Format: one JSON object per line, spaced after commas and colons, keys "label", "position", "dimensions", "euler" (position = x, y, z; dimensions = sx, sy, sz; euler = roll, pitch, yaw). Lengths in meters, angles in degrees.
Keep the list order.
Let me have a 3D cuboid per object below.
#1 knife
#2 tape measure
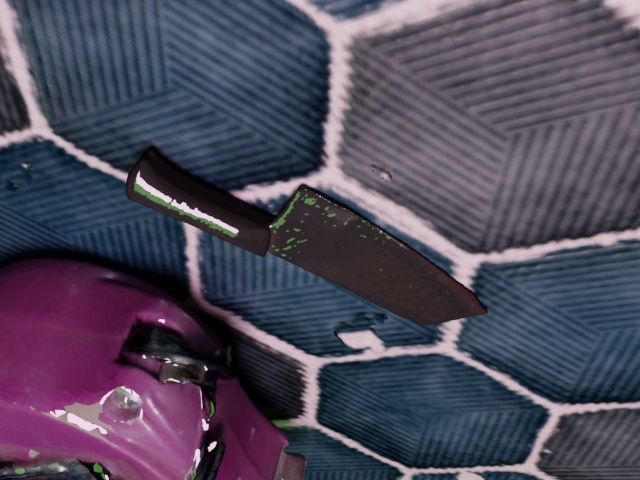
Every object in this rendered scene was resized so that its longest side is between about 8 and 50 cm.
{"label": "knife", "position": [0.000, 0.000, 0.487], "dimensions": [0.230, 0.028, 0.060], "euler": [26, 128, -14]}
{"label": "tape measure", "position": [-0.156, 0.127, 0.589], "dimensions": [0.245, 0.149, 0.232], "euler": [-4, 138, 23]}
